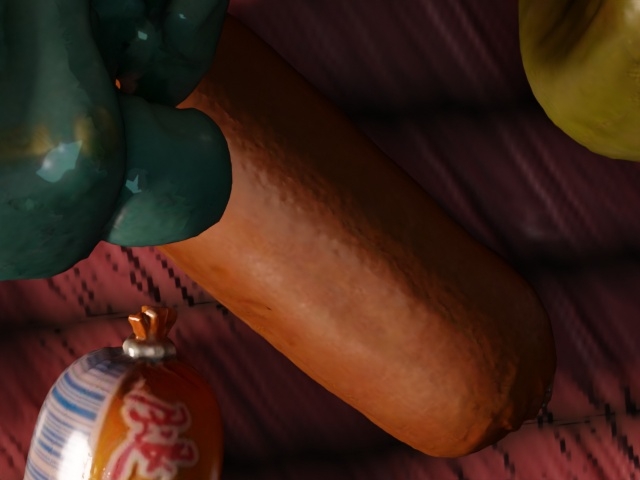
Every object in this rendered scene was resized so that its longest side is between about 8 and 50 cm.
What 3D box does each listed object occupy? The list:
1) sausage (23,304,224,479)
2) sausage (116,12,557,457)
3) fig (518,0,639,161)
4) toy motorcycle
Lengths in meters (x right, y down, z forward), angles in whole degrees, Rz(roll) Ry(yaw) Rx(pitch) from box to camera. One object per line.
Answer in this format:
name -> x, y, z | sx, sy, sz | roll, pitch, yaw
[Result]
sausage -> -0.078, 0.134, 0.659 | 0.071, 0.071, 0.234 | 9, 105, -6
sausage -> 0.000, 0.000, 0.628 | 0.197, 0.076, 0.076 | 41, 98, -14
fig -> 0.128, -0.097, 0.585 | 0.154, 0.144, 0.166 | 21, 115, -47
toy motorcycle -> -0.123, -0.056, 0.514 | 0.198, 0.109, 0.296 | 48, 53, 10
